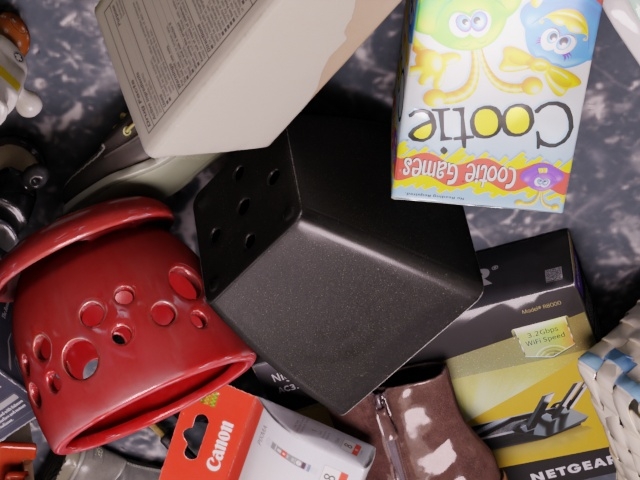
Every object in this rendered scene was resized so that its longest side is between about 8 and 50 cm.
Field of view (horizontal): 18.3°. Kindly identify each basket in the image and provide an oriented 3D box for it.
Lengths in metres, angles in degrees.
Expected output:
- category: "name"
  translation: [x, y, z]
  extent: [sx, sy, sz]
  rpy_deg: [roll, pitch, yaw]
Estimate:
- category: "basket"
  translation: [0.392, 0.121, 1.771]
  extent: [0.289, 0.201, 0.254]
  rpy_deg: [-38, 126, -16]

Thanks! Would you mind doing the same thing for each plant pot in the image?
- category: "plant pot"
  translation: [0.000, 0.000, 1.661]
  extent: [0.167, 0.188, 0.187]
  rpy_deg: [26, 126, -32]
- category: "plant pot"
  translation: [-0.171, 0.065, 1.681]
  extent: [0.191, 0.191, 0.174]
  rpy_deg: [-28, 79, 23]

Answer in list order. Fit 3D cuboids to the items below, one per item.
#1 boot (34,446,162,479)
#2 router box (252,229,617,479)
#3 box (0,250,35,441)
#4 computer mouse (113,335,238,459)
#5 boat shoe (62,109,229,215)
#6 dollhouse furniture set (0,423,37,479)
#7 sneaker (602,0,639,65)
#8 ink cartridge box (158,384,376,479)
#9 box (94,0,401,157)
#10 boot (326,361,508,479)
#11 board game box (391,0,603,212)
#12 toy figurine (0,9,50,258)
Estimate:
- category: "boot"
  translation: [-0.191, 0.286, 2.004]
  extent: [0.208, 0.076, 0.189]
  rpy_deg: [20, 130, -22]
- category: "router box"
  translation: [0.121, 0.139, 1.857]
  extent: [0.309, 0.081, 0.243]
  rpy_deg: [-16, 127, 14]
- category: "box"
  translation: [-0.316, 0.073, 1.769]
  extent: [0.093, 0.156, 0.158]
  rpy_deg: [-33, 121, 27]
- category: "computer mouse"
  translation: [-0.132, 0.136, 1.875]
  extent: [0.262, 0.060, 0.184]
  rpy_deg: [41, 150, -8]
- category: "boat shoe"
  translation: [-0.134, -0.087, 1.692]
  extent: [0.228, 0.068, 0.081]
  rpy_deg: [-28, 160, 26]
- category: "dollhouse furniture set"
  translation: [-0.403, 0.219, 1.876]
  extent: [0.259, 0.135, 0.262]
  rpy_deg: [6, 119, -14]
- category: "sneaker"
  translation: [0.344, -0.156, 1.602]
  extent: [0.151, 0.094, 0.256]
  rpy_deg: [-29, 124, 19]
- category: "ink cartridge box"
  translation: [-0.055, 0.213, 1.793]
  extent: [0.179, 0.045, 0.145]
  rpy_deg: [21, 123, 3]
- category: "box"
  translation: [-0.038, -0.202, 1.478]
  extent: [0.121, 0.148, 0.311]
  rpy_deg: [-7, 156, -36]
- category: "boot"
  translation: [0.045, 0.221, 1.841]
  extent: [0.248, 0.090, 0.207]
  rpy_deg: [-18, 113, 21]
- category: "board game box"
  translation: [0.138, -0.176, 1.559]
  extent: [0.142, 0.144, 0.275]
  rpy_deg: [4, 128, -1]
- category: "toy figurine"
  translation: [-0.331, -0.097, 1.646]
  extent: [0.213, 0.148, 0.209]
  rpy_deg: [3, 123, 2]
